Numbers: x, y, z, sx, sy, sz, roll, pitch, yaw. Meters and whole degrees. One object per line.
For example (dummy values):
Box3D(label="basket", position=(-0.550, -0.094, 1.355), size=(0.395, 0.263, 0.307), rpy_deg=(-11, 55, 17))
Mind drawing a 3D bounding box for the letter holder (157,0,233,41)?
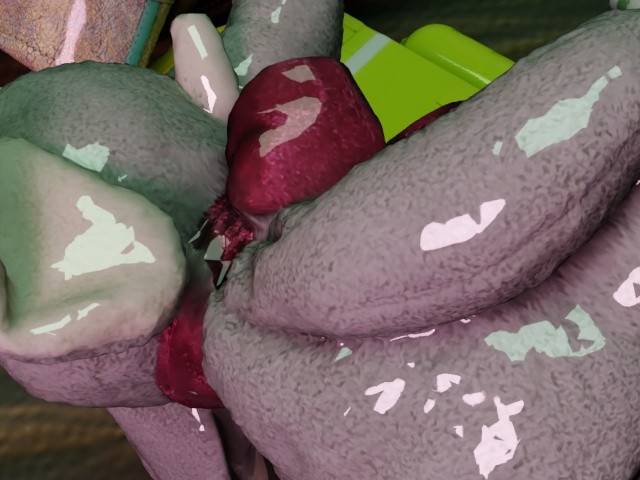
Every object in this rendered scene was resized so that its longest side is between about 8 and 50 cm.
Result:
Box3D(label="letter holder", position=(-0.068, -0.292, 0.818), size=(0.214, 0.152, 0.302), rpy_deg=(-31, 80, -37))

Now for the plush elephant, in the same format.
Box3D(label="plush elephant", position=(0.000, 0.000, 0.526), size=(0.255, 0.272, 0.330), rpy_deg=(35, 72, 15))

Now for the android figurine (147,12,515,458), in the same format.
Box3D(label="android figurine", position=(0.008, -0.015, 0.737), size=(0.273, 0.056, 0.248), rpy_deg=(30, 60, 24))

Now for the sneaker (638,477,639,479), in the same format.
Box3D(label="sneaker", position=(0.139, 0.115, 0.588), size=(0.067, 0.064, 0.175), rpy_deg=(-2, 32, 8))

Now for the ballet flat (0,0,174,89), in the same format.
Box3D(label="ballet flat", position=(-0.199, -0.116, 0.797), size=(0.316, 0.106, 0.108), rpy_deg=(12, 7, 43))

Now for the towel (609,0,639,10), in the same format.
Box3D(label="towel", position=(0.325, -0.072, 0.768), size=(0.248, 0.038, 0.325), rpy_deg=(-26, 55, -13))
